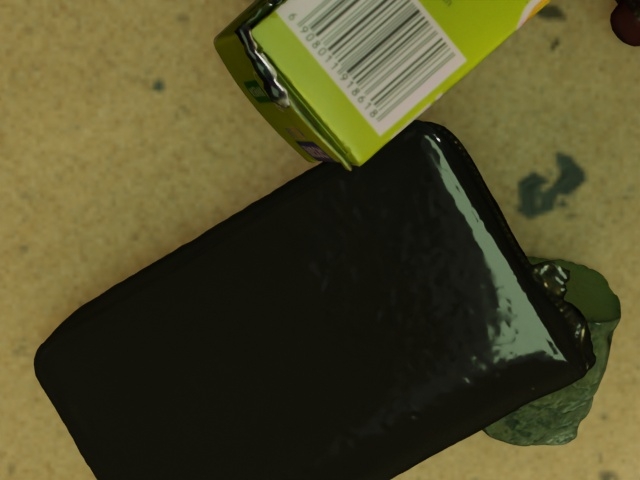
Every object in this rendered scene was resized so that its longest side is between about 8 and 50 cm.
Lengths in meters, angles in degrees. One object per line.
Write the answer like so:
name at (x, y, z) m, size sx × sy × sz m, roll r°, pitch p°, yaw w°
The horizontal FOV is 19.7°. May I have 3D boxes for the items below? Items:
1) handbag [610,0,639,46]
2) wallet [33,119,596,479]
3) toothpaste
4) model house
handbag at (0.215, -0.065, 0.809) m, size 0.074 × 0.203 × 0.216 m, roll -44°, pitch 102°, yaw 1°
wallet at (-0.006, 0.051, 0.864) m, size 0.250 × 0.044 × 0.149 m, roll -32°, pitch 92°, yaw 17°
toothpaste at (0.097, -0.161, 0.804) m, size 0.327 × 0.110 × 0.077 m, roll -41°, pitch 98°, yaw -6°
model house at (0.098, 0.055, 0.908) m, size 0.078 × 0.066 × 0.083 m, roll 7°, pitch 119°, yaw -14°
